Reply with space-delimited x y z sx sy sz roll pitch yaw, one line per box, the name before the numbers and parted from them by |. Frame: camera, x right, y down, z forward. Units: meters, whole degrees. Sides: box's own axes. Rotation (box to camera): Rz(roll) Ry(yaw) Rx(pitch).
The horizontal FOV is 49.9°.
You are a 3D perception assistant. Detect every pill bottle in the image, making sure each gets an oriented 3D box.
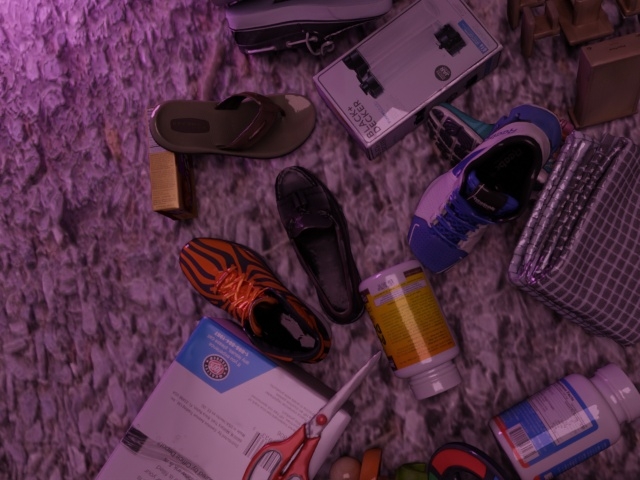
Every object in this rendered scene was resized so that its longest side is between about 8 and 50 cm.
pill bottle | 0.392 0.289 1.092 0.221 0.124 0.124 -29 80 3
pill bottle | 0.154 0.149 1.143 0.117 0.117 0.215 -24 80 4

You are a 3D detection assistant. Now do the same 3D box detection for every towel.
towel | 0.455 -0.004 1.081 0.235 0.121 0.283 29 86 -20

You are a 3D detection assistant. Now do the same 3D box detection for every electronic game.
electronic game | 0.244 0.423 1.059 0.048 0.229 0.229 -15 80 -29

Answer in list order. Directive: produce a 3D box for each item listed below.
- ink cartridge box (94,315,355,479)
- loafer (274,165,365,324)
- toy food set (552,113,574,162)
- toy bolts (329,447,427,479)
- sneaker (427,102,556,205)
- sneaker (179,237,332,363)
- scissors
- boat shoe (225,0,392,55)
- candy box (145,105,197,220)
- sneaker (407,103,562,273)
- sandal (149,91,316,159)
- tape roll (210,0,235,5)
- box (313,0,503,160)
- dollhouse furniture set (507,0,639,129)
ink cartridge box | -0.168 0.365 1.132 0.285 0.166 0.395 33 87 9
loafer | 0.000 0.000 1.192 0.109 0.095 0.302 -23 81 4
toy food set | 0.406 -0.179 1.162 0.078 0.019 0.122 4 53 -25
toy bolts | 0.078 0.441 1.058 0.159 0.228 0.218 6 82 8
sneaker | 0.311 -0.158 1.185 0.275 0.107 0.110 31 69 5
sneaker | -0.117 0.089 1.153 0.321 0.180 0.124 33 87 10
scissors | -0.017 0.278 1.033 0.109 0.021 0.297 27 88 8
boat shoe | -0.017 -0.382 1.222 0.306 0.105 0.113 -4 41 16
candy box | -0.267 -0.137 1.238 0.053 0.109 0.186 -6 82 6
sneaker | 0.235 -0.067 1.067 0.127 0.182 0.315 40 122 4
sandal | -0.140 -0.204 1.197 0.303 0.086 0.120 -9 80 -26
tape roll | -0.178 -0.561 1.189 0.100 0.286 0.286 -14 81 6
box | 0.152 -0.296 1.213 0.290 0.087 0.169 -35 80 2
dollhouse furniture set | 0.457 -0.342 1.178 0.212 0.161 0.242 -14 59 5
